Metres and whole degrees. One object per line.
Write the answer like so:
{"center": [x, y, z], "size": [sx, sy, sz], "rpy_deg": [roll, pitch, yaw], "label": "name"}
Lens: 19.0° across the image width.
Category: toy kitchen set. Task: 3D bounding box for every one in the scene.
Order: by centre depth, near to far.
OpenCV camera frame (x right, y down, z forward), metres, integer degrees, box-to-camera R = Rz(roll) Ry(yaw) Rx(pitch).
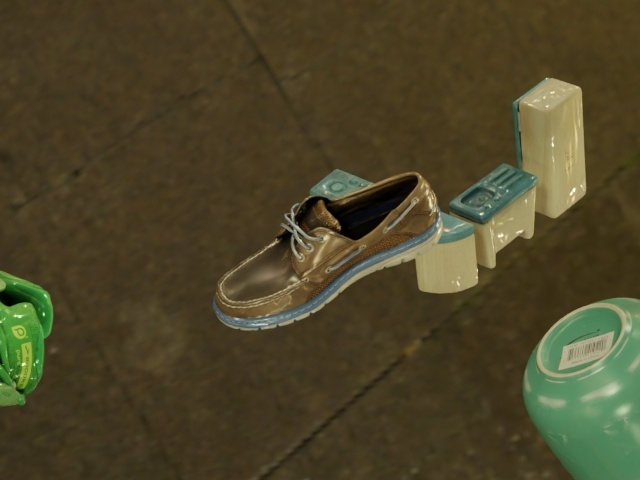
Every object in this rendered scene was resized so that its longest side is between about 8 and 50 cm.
{"center": [0.118, -0.068, 1.768], "size": [0.207, 0.166, 0.122], "rpy_deg": [-36, 134, -34], "label": "toy kitchen set"}

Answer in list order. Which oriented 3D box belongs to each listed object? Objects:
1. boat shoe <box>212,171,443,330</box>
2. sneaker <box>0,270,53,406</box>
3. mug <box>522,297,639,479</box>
{"center": [0.000, 0.000, 1.392], "size": [0.183, 0.066, 0.066], "rpy_deg": [-28, 48, -12], "label": "boat shoe"}
{"center": [-0.257, 0.071, 1.315], "size": [0.295, 0.124, 0.109], "rpy_deg": [-66, 157, -73], "label": "sneaker"}
{"center": [0.224, 0.096, 1.409], "size": [0.158, 0.129, 0.097], "rpy_deg": [-44, 118, -11], "label": "mug"}
